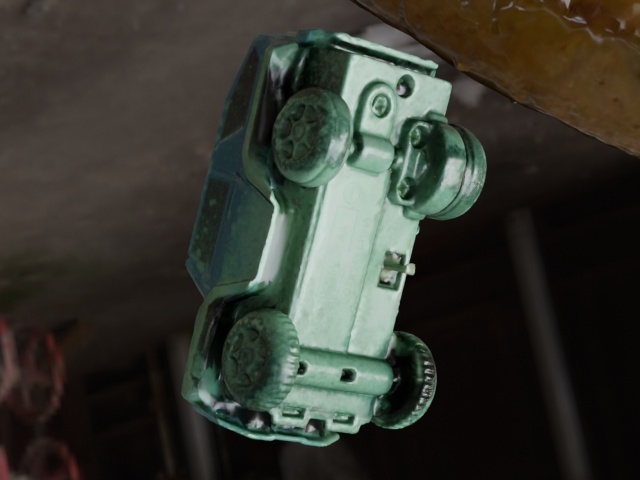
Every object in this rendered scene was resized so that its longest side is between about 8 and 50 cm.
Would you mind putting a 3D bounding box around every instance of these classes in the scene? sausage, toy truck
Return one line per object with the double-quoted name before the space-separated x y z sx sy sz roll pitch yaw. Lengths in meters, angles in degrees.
"sausage" 0.078 -0.164 0.951 0.136 0.501 0.123 -55 177 -25
"toy truck" 0.000 0.000 1.237 0.155 0.279 0.156 12 -177 -40
